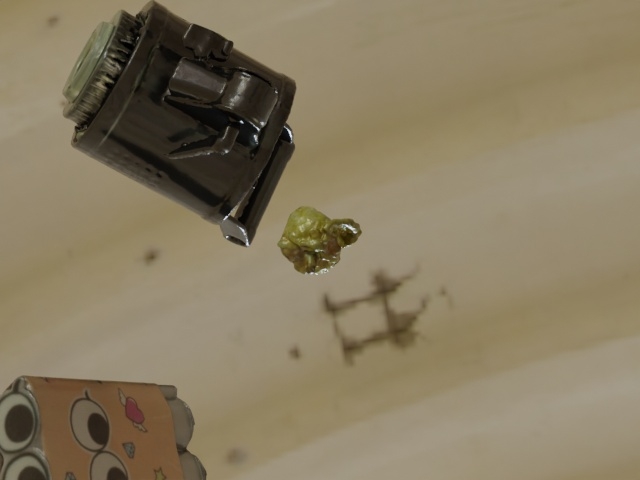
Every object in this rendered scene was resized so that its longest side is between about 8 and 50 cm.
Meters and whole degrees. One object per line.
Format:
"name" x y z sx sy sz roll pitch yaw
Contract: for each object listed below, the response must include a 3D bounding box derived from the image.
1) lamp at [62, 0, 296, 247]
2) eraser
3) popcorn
"lamp" -0.175 -0.157 2.101 0.374 0.272 0.205 99 -164 -75
"eraser" -0.260 0.252 2.056 0.290 0.087 0.171 12 -118 -57
"popcorn" -0.001 -0.002 1.668 0.059 0.083 0.068 -149 43 -86
